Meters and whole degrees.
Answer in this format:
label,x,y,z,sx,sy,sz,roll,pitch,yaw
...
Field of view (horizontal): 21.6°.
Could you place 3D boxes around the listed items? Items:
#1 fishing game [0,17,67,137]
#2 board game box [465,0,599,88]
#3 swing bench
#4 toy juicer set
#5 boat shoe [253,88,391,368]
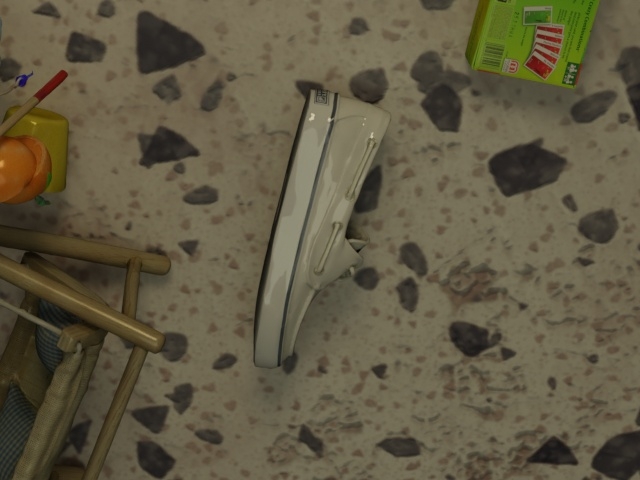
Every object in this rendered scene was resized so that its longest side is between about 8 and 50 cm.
label,x,y,z,sx,sy,sz,roll,pitch,yaw
fishing game,-0.335,-0.163,1.286,0.264,0.189,0.041,37,133,-1
board game box,0.188,-0.224,1.388,0.092,0.043,0.181,10,113,-9
swing bench,-0.290,0.113,1.439,0.255,0.165,0.253,19,112,-11
toy juicer set,-0.364,-0.072,1.327,0.329,0.209,0.089,12,104,-10
boat shoe,0.000,0.000,1.447,0.084,0.095,0.258,13,114,-5
